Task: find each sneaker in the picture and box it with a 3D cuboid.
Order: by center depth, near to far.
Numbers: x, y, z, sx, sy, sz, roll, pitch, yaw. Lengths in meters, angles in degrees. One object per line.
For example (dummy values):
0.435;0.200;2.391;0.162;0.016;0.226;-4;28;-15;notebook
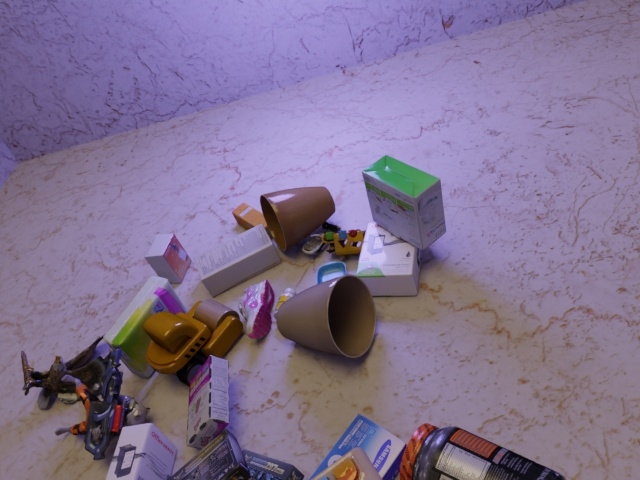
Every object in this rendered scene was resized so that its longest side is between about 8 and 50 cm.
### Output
-0.240;0.255;1.956;0.111;0.103;0.252;-14;35;16;sneaker

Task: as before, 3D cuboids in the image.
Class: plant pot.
-0.004;0.251;1.762;0.274;0.256;0.256;-10;40;38;plant pot
-0.078;-0.117;2.160;0.254;0.237;0.237;-24;40;-16;plant pot

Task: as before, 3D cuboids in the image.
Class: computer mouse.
0.000;0.000;2.160;0.106;0.042;0.193;21;51;33;computer mouse

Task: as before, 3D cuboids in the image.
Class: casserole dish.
0.044;0.152;1.978;0.114;0.037;0.188;-13;42;10;casserole dish

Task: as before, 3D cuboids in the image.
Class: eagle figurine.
-0.918;0.476;1.982;0.298;0.225;0.226;-7;79;-27;eagle figurine

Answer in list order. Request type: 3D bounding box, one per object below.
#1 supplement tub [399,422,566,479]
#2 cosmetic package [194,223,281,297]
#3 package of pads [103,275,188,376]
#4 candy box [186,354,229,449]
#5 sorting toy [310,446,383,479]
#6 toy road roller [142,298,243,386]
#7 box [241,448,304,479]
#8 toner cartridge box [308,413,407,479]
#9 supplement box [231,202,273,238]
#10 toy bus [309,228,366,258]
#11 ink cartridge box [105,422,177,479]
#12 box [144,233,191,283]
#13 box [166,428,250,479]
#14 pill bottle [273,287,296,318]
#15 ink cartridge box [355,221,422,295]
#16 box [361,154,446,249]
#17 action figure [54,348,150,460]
0.368;0.568;1.257;0.338;0.207;0.207;16;53;36;supplement tub
-0.330;0.077;2.168;0.309;0.113;0.160;-27;41;-4;cosmetic package
-0.612;0.312;1.953;0.101;0.229;0.297;10;50;26;package of pads
-0.349;0.501;1.693;0.159;0.071;0.233;-51;30;30;candy box
0.059;0.635;1.336;0.208;0.038;0.193;-31;42;-9;sorting toy
-0.453;0.313;1.870;0.202;0.241;0.329;18;55;36;toy road roller
-0.174;0.670;1.449;0.232;0.059;0.183;-8;39;46;box
0.067;0.640;1.414;0.165;0.075;0.348;22;58;38;toner cartridge box
-0.282;-0.081;2.342;0.080;0.078;0.233;-42;44;-21;supplement box
0.086;0.015;2.056;0.190;0.104;0.202;-7;-1;-27;toy bus
-0.518;0.676;1.562;0.100;0.172;0.237;-11;42;14;ink cartridge box
-0.628;0.076;2.256;0.091;0.170;0.130;-4;45;20;box
-0.318;0.664;1.512;0.231;0.056;0.183;-40;23;-8;box
-0.122;0.230;1.946;0.065;0.065;0.116;-3;44;21;pill bottle
0.249;0.058;1.925;0.198;0.115;0.273;-3;44;20;ink cartridge box
0.283;-0.130;1.850;0.126;0.231;0.262;-35;42;-19;box
-0.709;0.530;1.807;0.330;0.178;0.341;6;75;22;action figure
